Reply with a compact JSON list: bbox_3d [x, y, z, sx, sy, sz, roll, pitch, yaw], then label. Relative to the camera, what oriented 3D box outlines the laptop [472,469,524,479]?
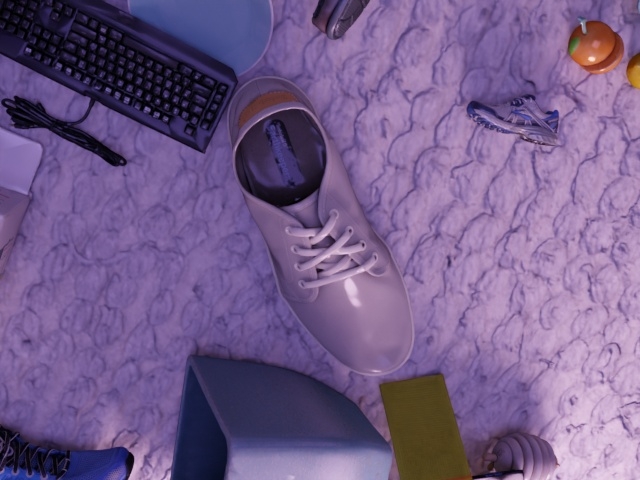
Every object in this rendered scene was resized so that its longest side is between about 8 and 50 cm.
[{"bbox_3d":[0.176,0.469,1.142,0.264,0.136,0.234,-8,129,0],"label":"laptop"}]

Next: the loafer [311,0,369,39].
[{"bbox_3d":[0.055,-0.379,0.973,0.084,0.096,0.267,32,94,8],"label":"loafer"}]

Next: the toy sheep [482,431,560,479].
[{"bbox_3d":[0.298,0.330,1.177,0.132,0.091,0.091,6,106,-25],"label":"toy sheep"}]

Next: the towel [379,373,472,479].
[{"bbox_3d":[0.155,0.303,1.103,0.102,0.237,0.021,-6,148,-10],"label":"towel"}]

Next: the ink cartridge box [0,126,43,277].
[{"bbox_3d":[-0.517,0.007,1.012,0.207,0.119,0.353,22,103,-9],"label":"ink cartridge box"}]

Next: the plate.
[{"bbox_3d":[-0.147,-0.288,0.980,0.188,0.024,0.188,6,126,8],"label":"plate"}]

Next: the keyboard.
[{"bbox_3d":[-0.285,-0.196,1.007,0.317,0.033,0.201,26,107,-6],"label":"keyboard"}]

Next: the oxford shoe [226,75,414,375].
[{"bbox_3d":[0.000,0.000,1.044,0.169,0.130,0.449,-24,107,1],"label":"oxford shoe"}]

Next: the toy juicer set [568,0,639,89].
[{"bbox_3d":[0.475,-0.295,1.014,0.329,0.089,0.209,-4,105,-3],"label":"toy juicer set"}]

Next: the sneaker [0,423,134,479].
[{"bbox_3d":[-0.428,0.335,1.105,0.330,0.130,0.147,-11,108,-1],"label":"sneaker"}]

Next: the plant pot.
[{"bbox_3d":[-0.050,0.314,1.076,0.252,0.248,0.247,3,106,-23],"label":"plant pot"}]

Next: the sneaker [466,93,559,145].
[{"bbox_3d":[0.260,-0.171,1.060,0.135,0.052,0.058,15,94,-15],"label":"sneaker"}]
